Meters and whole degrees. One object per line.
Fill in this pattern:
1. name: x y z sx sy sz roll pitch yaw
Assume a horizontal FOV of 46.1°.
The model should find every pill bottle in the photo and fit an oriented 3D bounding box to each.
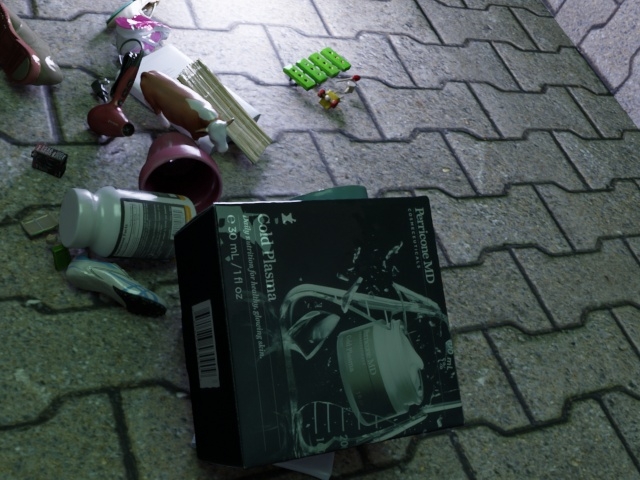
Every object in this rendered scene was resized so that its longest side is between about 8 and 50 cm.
1. pill bottle: -0.436 -0.038 1.714 0.279 0.162 0.162 6 50 -36

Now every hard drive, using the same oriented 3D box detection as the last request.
1. hard drive: -0.377 -0.411 2.164 0.353 0.047 0.233 38 47 8

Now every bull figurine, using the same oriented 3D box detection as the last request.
1. bull figurine: -0.344 -0.328 1.968 0.310 0.188 0.101 40 71 9

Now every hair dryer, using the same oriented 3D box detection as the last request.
1. hair dryer: -0.531 -0.372 1.940 0.080 0.224 0.293 13 48 -42

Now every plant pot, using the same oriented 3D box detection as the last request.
1. plant pot: 0.000 0.000 1.873 0.290 0.290 0.195 -11 82 -32
2. plant pot: -0.359 -0.173 1.887 0.201 0.201 0.180 4 36 -23

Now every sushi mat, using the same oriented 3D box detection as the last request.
1. sushi mat: -0.261 -0.361 2.081 0.316 0.019 0.151 48 36 -18

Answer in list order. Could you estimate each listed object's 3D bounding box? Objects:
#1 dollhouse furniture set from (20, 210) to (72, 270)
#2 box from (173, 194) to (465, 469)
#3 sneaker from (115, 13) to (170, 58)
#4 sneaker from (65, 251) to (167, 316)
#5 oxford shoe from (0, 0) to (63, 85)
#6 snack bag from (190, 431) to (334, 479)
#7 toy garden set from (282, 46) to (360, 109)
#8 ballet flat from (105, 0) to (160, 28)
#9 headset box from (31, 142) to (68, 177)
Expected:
1. dollhouse furniture set: -0.617 0.001 1.722 0.076 0.058 0.152 -27 48 -31
2. box: -0.013 0.174 1.527 0.472 0.297 0.479 -4 80 -27
3. sneaker: -0.531 -0.593 2.209 0.103 0.111 0.252 26 23 11
4. sneaker: -0.447 0.096 1.681 0.237 0.085 0.086 26 51 -6
5. oxford shoe: -0.817 -0.529 2.029 0.348 0.123 0.130 54 24 23
6. snack bag: -0.097 0.346 1.676 0.323 0.037 0.342 17 50 -11
7. toy garden set: 0.021 -0.521 2.449 0.204 0.049 0.244 41 46 13
8. ballet flat: -0.563 -0.696 2.296 0.086 0.086 0.248 27 45 -3
9. headset box: -0.665 -0.197 1.835 0.083 0.062 0.032 22 46 -9
